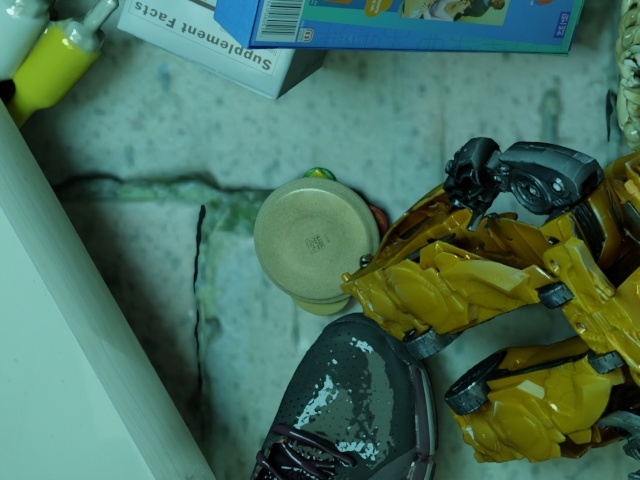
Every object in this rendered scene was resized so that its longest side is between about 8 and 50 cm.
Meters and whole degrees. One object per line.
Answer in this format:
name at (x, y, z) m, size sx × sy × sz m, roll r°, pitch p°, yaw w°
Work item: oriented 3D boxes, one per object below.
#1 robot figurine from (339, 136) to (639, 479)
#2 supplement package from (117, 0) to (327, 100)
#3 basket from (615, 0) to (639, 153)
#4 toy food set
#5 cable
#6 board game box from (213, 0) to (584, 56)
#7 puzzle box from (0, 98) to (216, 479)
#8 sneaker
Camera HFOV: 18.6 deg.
robot figurine at (0.125, 0.035, 1.045) m, size 0.211 × 0.085 × 0.291 m, roll 52°, pitch 154°, yaw -6°
supplement package at (-0.027, -0.188, 1.108) m, size 0.105 × 0.105 × 0.179 m, roll 25°, pitch 111°, yaw 7°
basket at (0.318, -0.108, 1.036) m, size 0.299 × 0.223 × 0.213 m, roll -5°, pitch 136°, yaw 18°
toy food set at (0.000, 0.000, 1.197) m, size 0.082 × 0.020 × 0.083 m, roll -43°, pitch 90°, yaw 22°
cable at (-0.232, -0.065, 1.219) m, size 0.139 × 0.072 × 0.287 m, roll 29°, pitch 111°, yaw 6°
board game box at (0.059, -0.180, 1.037) m, size 0.047 × 0.210 × 0.160 m, roll 46°, pitch 129°, yaw 49°
puzzle box at (-0.267, 0.024, 1.228) m, size 0.272 × 0.052 × 0.409 m, roll -24°, pitch 97°, yaw 37°
sneaker at (-0.025, 0.184, 1.162) m, size 0.106 × 0.162 × 0.281 m, roll 20°, pitch 103°, yaw 28°
